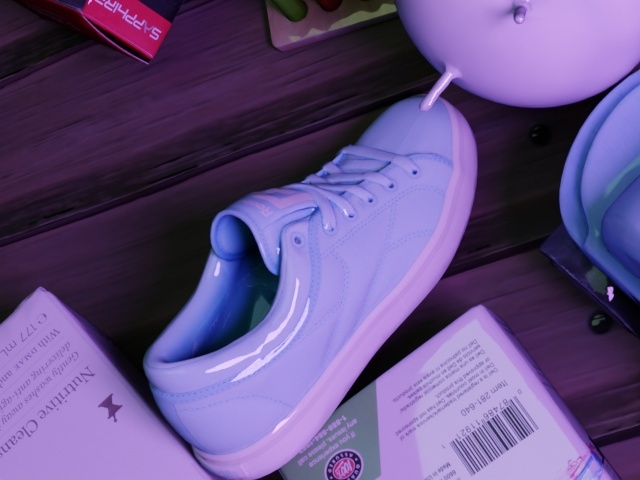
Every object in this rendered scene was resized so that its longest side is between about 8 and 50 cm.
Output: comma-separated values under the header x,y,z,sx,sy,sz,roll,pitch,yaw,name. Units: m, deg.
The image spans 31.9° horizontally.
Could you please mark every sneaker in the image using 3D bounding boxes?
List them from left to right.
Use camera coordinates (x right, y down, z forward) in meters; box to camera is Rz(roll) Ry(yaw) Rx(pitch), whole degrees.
x,y,z,sx,sy,sz,roll,pitch,yaw,name
0.000,0.000,0.855,0.135,0.150,0.366,10,58,38,sneaker

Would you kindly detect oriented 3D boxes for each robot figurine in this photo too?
x,y,z,sx,sy,sz,roll,pitch,yaw,name
0.180,-0.238,0.822,0.200,0.300,0.353,31,59,4,robot figurine

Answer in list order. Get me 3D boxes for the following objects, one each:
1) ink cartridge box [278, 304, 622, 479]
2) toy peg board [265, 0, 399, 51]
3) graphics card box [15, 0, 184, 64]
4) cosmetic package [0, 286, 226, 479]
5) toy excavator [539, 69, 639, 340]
x,y,z,sx,sy,sz,roll,pitch,yaw,name
0.129,0.221,0.833,0.201,0.117,0.278,-38,68,9,ink cartridge box
0.010,-0.276,1.004,0.161,0.079,0.161,-13,75,17,toy peg board
-0.154,-0.365,1.035,0.233,0.094,0.370,29,89,47,graphics card box
-0.162,0.254,0.896,0.217,0.156,0.385,-45,66,-7,cosmetic package
0.311,0.030,0.630,0.222,0.445,0.433,-46,67,6,toy excavator
